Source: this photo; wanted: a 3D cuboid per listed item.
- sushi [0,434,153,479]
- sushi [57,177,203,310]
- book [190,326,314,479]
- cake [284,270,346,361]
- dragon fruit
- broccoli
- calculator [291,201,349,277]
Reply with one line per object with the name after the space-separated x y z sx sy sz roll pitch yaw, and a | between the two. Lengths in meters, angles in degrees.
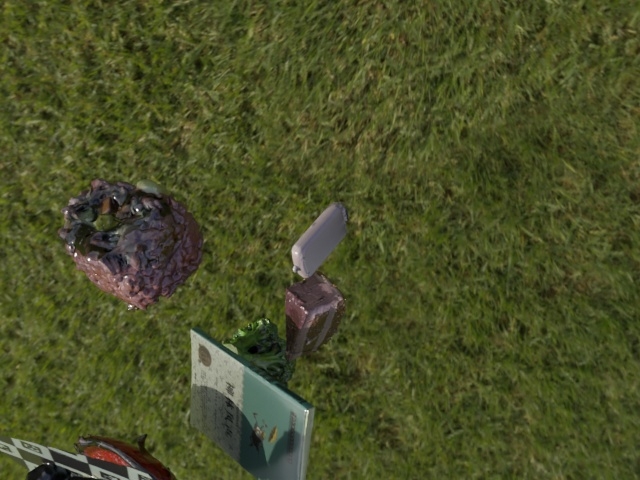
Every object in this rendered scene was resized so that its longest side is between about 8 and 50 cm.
-0.322 0.379 0.948 0.294 0.059 0.292 3 139 24 | sushi
-0.368 -0.015 1.294 0.270 0.236 0.170 25 159 30 | sushi
-0.159 0.371 1.422 0.380 0.031 0.263 24 119 39 | book
-0.024 0.180 1.524 0.116 0.112 0.295 -18 148 -21 | cake
-0.408 0.509 1.458 0.282 0.100 0.344 49 138 -5 | dragon fruit
-0.192 0.339 1.758 0.254 0.269 0.269 -40 104 0 | broccoli
0.000 0.000 1.336 0.032 0.175 0.100 28 152 27 | calculator
